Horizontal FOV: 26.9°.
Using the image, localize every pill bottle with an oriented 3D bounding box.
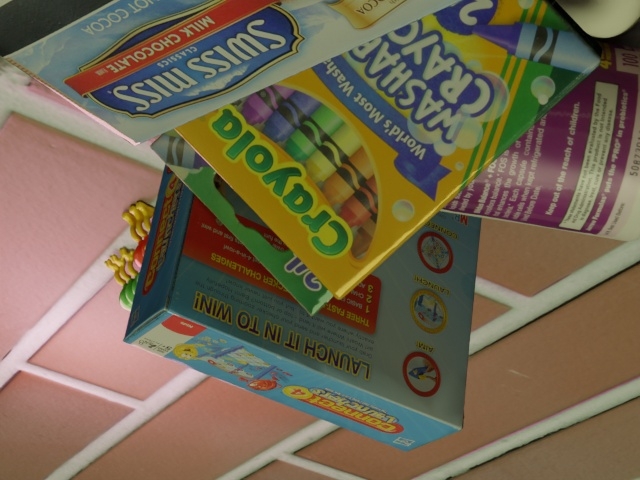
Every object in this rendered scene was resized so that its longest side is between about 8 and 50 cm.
[{"bbox_3d":[0.141,-0.103,1.149,0.302,0.169,0.169,9,150,0],"label":"pill bottle"}]

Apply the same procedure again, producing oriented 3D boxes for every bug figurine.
[{"bbox_3d":[-0.132,0.059,1.598,0.279,0.072,0.216,24,147,-25],"label":"bug figurine"}]

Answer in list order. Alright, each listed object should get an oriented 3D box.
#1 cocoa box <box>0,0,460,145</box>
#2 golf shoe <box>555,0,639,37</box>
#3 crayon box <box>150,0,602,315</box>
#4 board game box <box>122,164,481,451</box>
[{"bbox_3d":[-0.071,-0.252,0.889,0.347,0.231,0.228,-18,140,39],"label":"cocoa box"},{"bbox_3d":[0.193,-0.222,0.984,0.105,0.120,0.273,-2,149,16],"label":"golf shoe"},{"bbox_3d":[0.029,-0.103,1.032,0.203,0.083,0.323,46,108,-1],"label":"crayon box"},{"bbox_3d":[0.000,0.000,1.232,0.308,0.301,0.086,25,147,-24],"label":"board game box"}]
